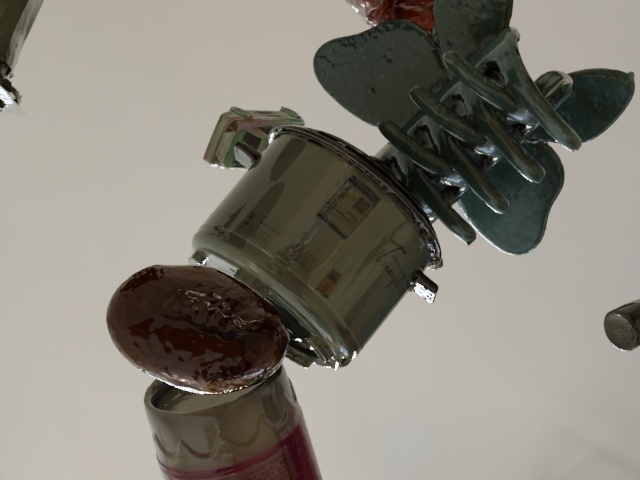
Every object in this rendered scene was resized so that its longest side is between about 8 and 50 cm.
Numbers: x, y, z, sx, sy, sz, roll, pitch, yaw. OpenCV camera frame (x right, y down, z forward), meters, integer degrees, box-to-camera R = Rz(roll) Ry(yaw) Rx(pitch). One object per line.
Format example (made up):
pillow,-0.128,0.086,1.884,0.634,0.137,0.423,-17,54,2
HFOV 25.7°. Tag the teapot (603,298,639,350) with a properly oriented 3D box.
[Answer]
teapot,0.322,0.067,1.355,0.110,0.043,0.043,-26,-38,-35

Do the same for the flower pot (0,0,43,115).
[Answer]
flower pot,-0.366,-0.295,1.382,0.259,0.290,0.290,-63,-19,-10

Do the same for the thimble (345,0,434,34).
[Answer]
thimble,0.129,-0.384,1.898,0.239,0.162,0.239,-12,-56,-18

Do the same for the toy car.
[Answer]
toy car,-0.091,-0.152,2.175,0.224,0.076,0.090,-8,-54,-57

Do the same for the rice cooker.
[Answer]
rice cooker,0.000,0.000,1.555,0.227,0.280,0.241,-51,-12,-15

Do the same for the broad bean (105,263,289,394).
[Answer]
broad bean,-0.111,0.079,1.271,0.084,0.165,0.114,107,-171,-61

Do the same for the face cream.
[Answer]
face cream,-0.098,0.241,1.611,0.175,0.175,0.195,-41,-60,-47

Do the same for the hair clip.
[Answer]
hair clip,0.177,-0.135,1.703,0.318,0.392,0.238,-42,7,35
